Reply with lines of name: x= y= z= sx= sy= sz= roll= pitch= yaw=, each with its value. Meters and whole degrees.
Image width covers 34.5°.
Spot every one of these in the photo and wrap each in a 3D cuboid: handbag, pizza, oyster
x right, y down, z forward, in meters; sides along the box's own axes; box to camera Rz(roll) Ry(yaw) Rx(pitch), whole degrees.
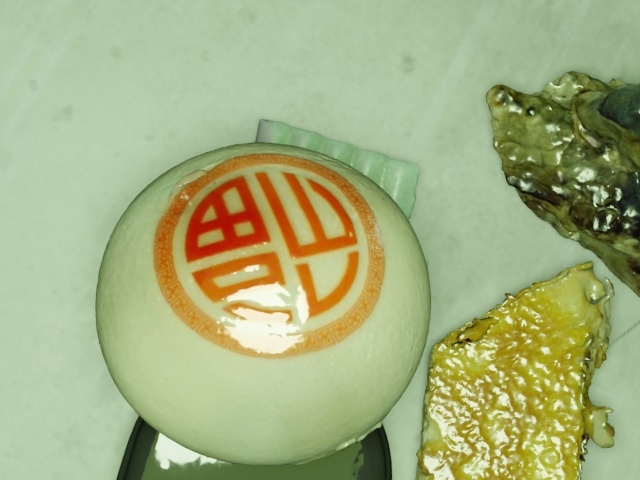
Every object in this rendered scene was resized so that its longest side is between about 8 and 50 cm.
handbag: x=-0.063 y=0.247 z=0.948 sx=0.254 sy=0.093 sz=0.308 roll=17 pitch=85 yaw=-6
pizza: x=0.193 y=0.152 z=0.992 sx=0.189 sy=0.071 sz=0.297 roll=13 pitch=82 yaw=7
oyster: x=0.337 y=-0.074 z=1.013 sx=0.361 sy=0.096 sz=0.221 roll=39 pitch=77 yaw=-5

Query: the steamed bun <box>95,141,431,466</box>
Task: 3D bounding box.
steamed bun: x=-0.045 y=0.038 z=0.848 sx=0.283 sy=0.177 sz=0.283 roll=2 pitch=63 yaw=-4

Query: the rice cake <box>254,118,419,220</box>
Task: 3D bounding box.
rice cake: x=0.000 y=0.000 z=0.997 sx=0.189 sy=0.037 sz=0.198 roll=20 pitch=85 yaw=-3
